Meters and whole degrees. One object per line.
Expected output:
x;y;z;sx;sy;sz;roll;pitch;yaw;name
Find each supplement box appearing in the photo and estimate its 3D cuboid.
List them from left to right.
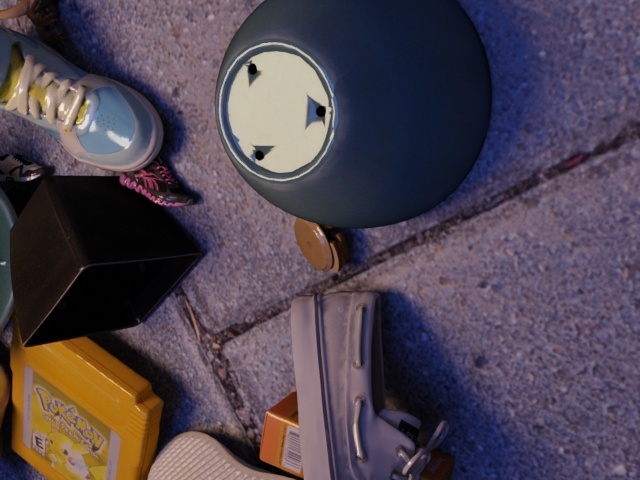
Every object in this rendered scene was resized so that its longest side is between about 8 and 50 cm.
0.043;0.271;0.892;0.233;0.078;0.080;18;108;24;supplement box

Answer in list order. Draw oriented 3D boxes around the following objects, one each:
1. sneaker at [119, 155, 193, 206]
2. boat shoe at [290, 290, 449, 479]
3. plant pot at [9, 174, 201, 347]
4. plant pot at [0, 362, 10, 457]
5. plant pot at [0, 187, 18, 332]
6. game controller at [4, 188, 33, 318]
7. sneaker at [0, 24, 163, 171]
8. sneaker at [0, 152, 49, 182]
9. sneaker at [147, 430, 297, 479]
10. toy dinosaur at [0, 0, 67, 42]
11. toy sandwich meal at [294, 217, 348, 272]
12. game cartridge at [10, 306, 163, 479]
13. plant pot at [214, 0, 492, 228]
-0.219;-0.084;0.967;0.119;0.047;0.057;25;103;20;sneaker
0.065;0.224;0.784;0.157;0.136;0.367;-11;62;7;boat shoe
-0.314;0.014;0.972;0.187;0.188;0.167;-45;68;31;plant pot
-0.642;0.303;1.194;0.254;0.254;0.239;45;116;12;plant pot
-0.674;0.021;1.034;0.334;0.341;0.341;8;108;37;plant pot
-0.534;0.048;1.166;0.319;0.067;0.166;-32;87;32;game controller
-0.370;-0.189;0.914;0.319;0.208;0.127;28;98;20;sneaker
-0.460;-0.112;1.095;0.109;0.040;0.043;4;103;28;sneaker
-0.098;0.374;0.974;0.366;0.135;0.150;8;147;47;sneaker
-0.397;-0.333;0.997;0.212;0.064;0.112;-25;72;23;toy dinosaur
0.000;0.000;0.865;0.085;0.029;0.085;46;151;35;toy sandwich meal
-0.380;0.286;1.125;0.285;0.053;0.323;29;127;20;game cartridge
0.006;-0.139;0.730;0.290;0.195;0.290;8;107;28;plant pot
